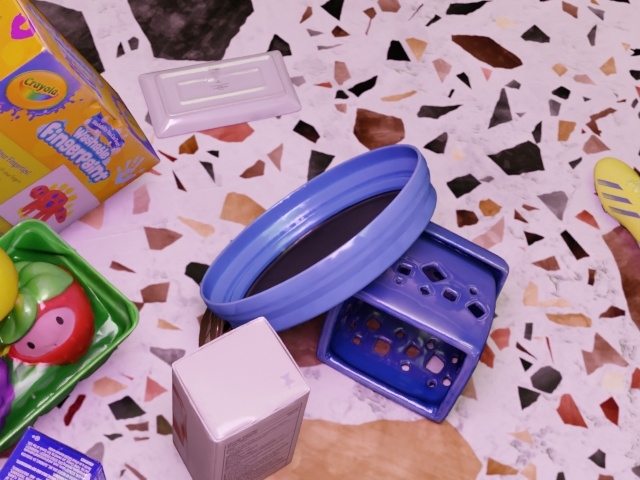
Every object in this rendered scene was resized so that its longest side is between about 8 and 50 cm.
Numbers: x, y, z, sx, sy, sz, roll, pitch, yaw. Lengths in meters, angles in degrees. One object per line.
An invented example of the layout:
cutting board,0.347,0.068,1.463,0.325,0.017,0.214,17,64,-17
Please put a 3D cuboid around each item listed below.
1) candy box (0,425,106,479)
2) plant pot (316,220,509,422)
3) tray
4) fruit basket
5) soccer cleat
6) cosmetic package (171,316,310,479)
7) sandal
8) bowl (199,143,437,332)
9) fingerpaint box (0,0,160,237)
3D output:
candy box,-0.393,0.443,1.486,0.122,0.268,0.317,24,60,11
plant pot,0.152,0.105,1.786,0.236,0.236,0.212,27,54,9
tray,-0.180,-0.272,2.073,0.270,0.030,0.145,-13,61,-15
fruit basket,-0.469,0.122,1.606,0.283,0.392,0.392,40,63,13
soccer cleat,0.569,-0.040,1.984,0.093,0.121,0.289,-17,63,-16
cosmetic package,-0.119,0.247,1.620,0.153,0.296,0.129,-26,67,-21
sandal,-0.152,0.107,1.841,0.049,0.072,0.180,23,53,-19
bowl,0.000,0.000,1.723,0.391,0.391,0.077,-43,109,-27
fingerpaint box,-0.482,-0.138,1.646,0.371,0.445,0.163,-35,71,1
